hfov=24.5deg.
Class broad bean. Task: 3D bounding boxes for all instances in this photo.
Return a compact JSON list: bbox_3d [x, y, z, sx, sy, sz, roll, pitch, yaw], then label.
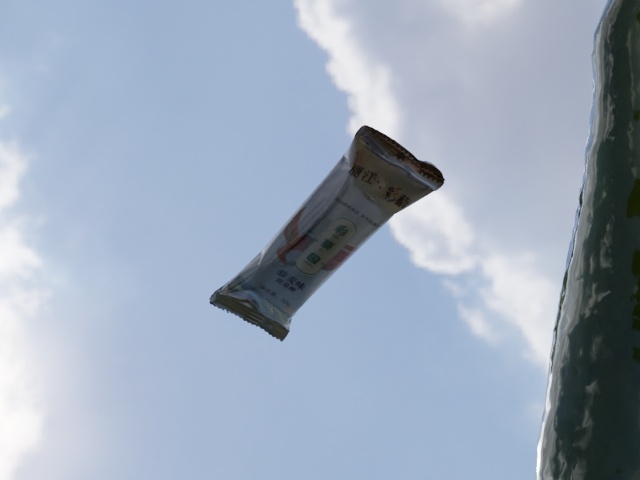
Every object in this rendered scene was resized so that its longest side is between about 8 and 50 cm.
[{"bbox_3d":[0.094,0.032,0.314,0.056,0.098,0.318,35,-115,-65],"label":"broad bean"}]

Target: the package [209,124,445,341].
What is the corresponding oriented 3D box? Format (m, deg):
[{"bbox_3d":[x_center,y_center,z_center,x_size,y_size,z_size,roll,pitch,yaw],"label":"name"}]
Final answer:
[{"bbox_3d":[0.000,0.000,0.551,0.037,0.110,0.015,33,-141,-14],"label":"package"}]
